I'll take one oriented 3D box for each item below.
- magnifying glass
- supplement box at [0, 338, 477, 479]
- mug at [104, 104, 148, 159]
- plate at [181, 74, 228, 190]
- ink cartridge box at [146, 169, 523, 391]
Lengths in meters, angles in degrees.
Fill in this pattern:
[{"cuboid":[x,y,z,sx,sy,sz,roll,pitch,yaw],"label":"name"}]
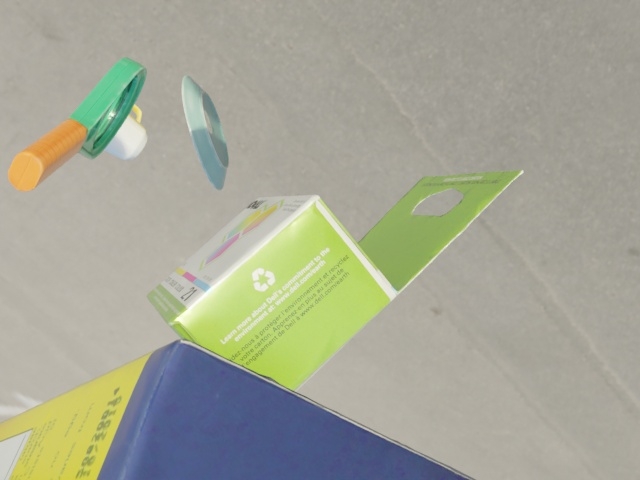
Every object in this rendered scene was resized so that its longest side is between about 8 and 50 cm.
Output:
[{"cuboid":[-0.186,-0.088,0.687,0.026,0.231,0.092,31,112,-5],"label":"magnifying glass"},{"cuboid":[-0.099,0.209,0.472,0.195,0.194,0.356,30,149,-23],"label":"supplement box"},{"cuboid":[-0.241,-0.137,1.058,0.064,0.078,0.062,35,168,-25],"label":"mug"},{"cuboid":[-0.176,-0.172,1.376,0.024,0.188,0.188,-14,136,6],"label":"plate"},{"cuboid":[0.000,0.000,0.672,0.097,0.255,0.189,49,169,-12],"label":"ink cartridge box"}]
